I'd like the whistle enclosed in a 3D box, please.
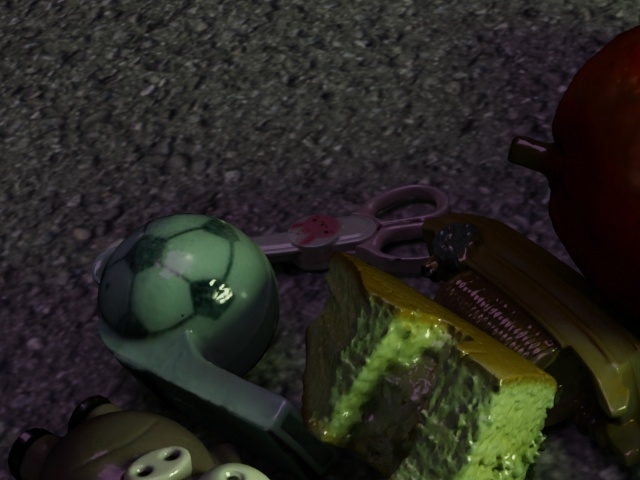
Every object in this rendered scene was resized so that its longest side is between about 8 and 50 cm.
[{"bbox_3d":[-0.083,0.065,1.533,0.290,0.163,0.163,23,49,36],"label":"whistle"}]

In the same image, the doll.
[{"bbox_3d":[-0.114,0.200,1.390,0.182,0.117,0.257,-30,36,-30],"label":"doll"}]

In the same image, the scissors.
[{"bbox_3d":[0.000,0.000,1.693,0.242,0.030,0.118,-8,35,3],"label":"scissors"}]

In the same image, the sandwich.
[{"bbox_3d":[0.055,0.101,1.407,0.236,0.122,0.128,33,14,32],"label":"sandwich"}]

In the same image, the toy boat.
[{"bbox_3d":[0.162,0.072,1.497,0.115,0.089,0.310,-29,39,-16],"label":"toy boat"}]

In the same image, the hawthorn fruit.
[{"bbox_3d":[0.294,-0.055,1.401,0.307,0.265,0.265,9,39,6],"label":"hawthorn fruit"}]
